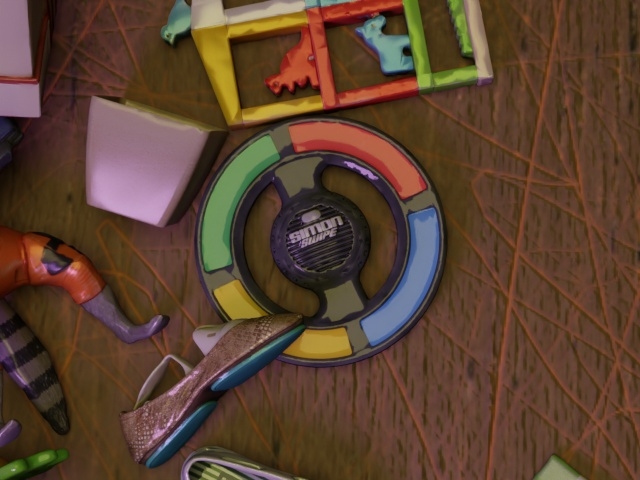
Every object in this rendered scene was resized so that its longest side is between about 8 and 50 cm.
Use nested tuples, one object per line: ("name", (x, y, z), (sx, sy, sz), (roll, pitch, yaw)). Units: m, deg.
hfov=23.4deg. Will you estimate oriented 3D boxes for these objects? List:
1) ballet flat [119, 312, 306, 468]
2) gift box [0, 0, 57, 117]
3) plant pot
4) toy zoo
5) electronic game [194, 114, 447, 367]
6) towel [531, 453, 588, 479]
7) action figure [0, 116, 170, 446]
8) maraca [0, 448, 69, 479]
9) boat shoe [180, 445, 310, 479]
("ballet flat", (-0.104, 0.115, 1.359), (0.206, 0.073, 0.067), (-42, 74, 13))
("gift box", (-0.359, -0.260, 1.312), (0.276, 0.258, 0.255), (6, 49, 0))
("plant pot", (-0.155, -0.069, 1.386), (0.109, 0.109, 0.096), (18, 96, 4))
("toy zoo", (-0.002, -0.213, 1.428), (0.293, 0.030, 0.192), (-11, 83, 2))
("electronic game", (0.000, 0.000, 1.395), (0.229, 0.048, 0.229), (0, 83, 3))
("towel", (0.229, 0.279, 1.368), (0.152, 0.023, 0.113), (41, 85, 9))
("action figure", (-0.352, 0.045, 1.348), (0.330, 0.178, 0.341), (44, 62, 11))
("maraca", (-0.305, 0.219, 1.323), (0.186, 0.127, 0.099), (-24, 85, 1))
("boat shoe", (-0.022, 0.249, 1.353), (0.226, 0.076, 0.083), (20, 85, 5))
